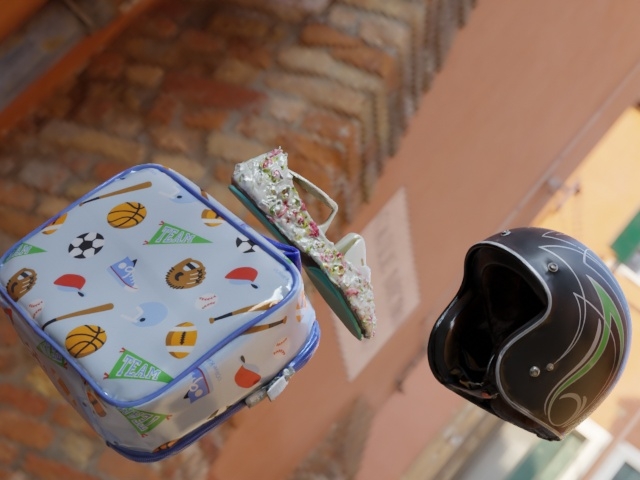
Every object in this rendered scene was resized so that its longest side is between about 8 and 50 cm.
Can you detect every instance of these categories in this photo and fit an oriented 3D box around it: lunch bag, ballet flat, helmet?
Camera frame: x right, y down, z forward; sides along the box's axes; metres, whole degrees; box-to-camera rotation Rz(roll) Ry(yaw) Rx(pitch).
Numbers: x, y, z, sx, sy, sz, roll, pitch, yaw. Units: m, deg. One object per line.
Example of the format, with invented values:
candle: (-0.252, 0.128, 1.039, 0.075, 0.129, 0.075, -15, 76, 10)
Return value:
lunch bag: (-0.149, 0.061, 1.424, 0.303, 0.243, 0.115, 38, -26, 41)
ballet flat: (0.000, 0.000, 1.614, 0.241, 0.077, 0.091, 51, -9, -16)
helmet: (0.188, 0.074, 1.308, 0.169, 0.161, 0.169, 28, -10, 5)
